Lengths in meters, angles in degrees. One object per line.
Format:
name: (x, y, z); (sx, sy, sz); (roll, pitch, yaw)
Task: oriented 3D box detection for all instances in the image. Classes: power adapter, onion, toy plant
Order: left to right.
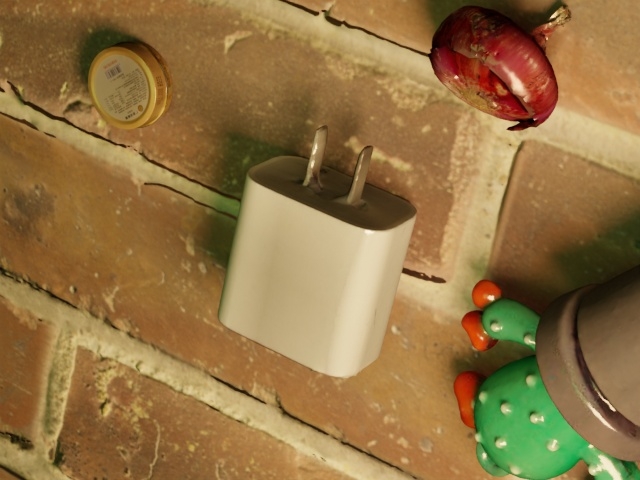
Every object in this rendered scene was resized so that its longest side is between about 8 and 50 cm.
power adapter: (0.000, 0.000, 1.680); (0.187, 0.124, 0.255); (24, 117, 21)
onion: (0.195, -0.192, 1.522); (0.150, 0.150, 0.140); (39, 82, 14)
toy plant: (0.286, 0.152, 1.532); (0.279, 0.185, 0.400); (42, 133, -12)

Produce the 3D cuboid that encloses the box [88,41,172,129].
box: (-0.229, -0.186, 1.808); (0.106, 0.037, 0.105); (10, 110, 29)
